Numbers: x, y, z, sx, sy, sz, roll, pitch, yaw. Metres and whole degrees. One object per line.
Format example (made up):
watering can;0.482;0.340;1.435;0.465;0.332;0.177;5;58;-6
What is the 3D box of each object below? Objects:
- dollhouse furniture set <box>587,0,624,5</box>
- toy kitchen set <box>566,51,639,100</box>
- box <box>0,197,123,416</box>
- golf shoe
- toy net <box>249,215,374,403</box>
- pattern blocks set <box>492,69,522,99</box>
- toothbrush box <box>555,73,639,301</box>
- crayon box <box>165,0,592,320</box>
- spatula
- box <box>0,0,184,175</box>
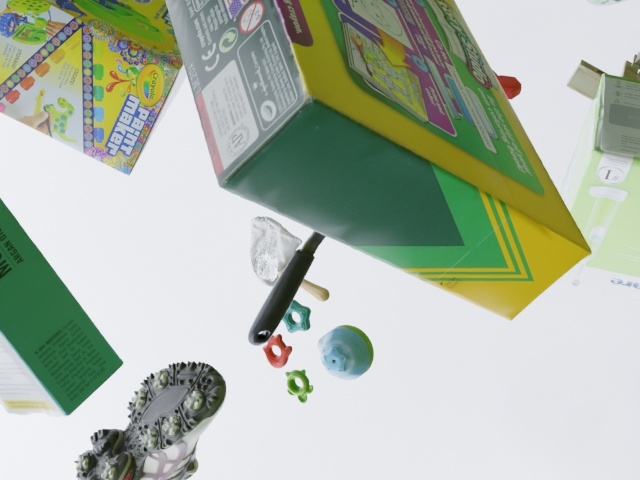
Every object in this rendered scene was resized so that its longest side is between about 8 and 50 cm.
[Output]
dollhouse furniture set;0.454;-0.302;1.306;0.151;0.301;0.197;50;177;-7
toy kitchen set;0.348;-0.209;1.512;0.075;0.068;0.083;29;-145;1
box;-0.247;0.012;0.874;0.060;0.100;0.244;-45;-69;-32
golf shoe;-0.195;0.247;1.606;0.120;0.273;0.105;21;-141;-40
toy net;-0.032;0.078;1.556;0.232;0.122;0.045;64;-150;-1
pattern blocks set;0.080;-0.208;1.735;0.285;0.325;0.026;-38;-40;-44
toothbrush box;0.397;-0.048;1.502;0.283;0.206;0.122;94;-171;-56
crayon box;0.029;-0.138;1.031;0.313;0.106;0.363;26;-148;-39
spatula;0.000;0.000;1.380;0.084;0.296;0.030;18;-154;-34
box;-0.314;-0.274;1.706;0.279;0.177;0.290;27;-151;-8
